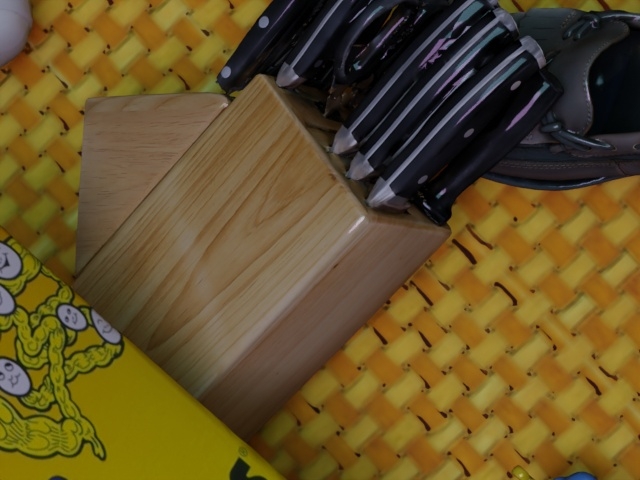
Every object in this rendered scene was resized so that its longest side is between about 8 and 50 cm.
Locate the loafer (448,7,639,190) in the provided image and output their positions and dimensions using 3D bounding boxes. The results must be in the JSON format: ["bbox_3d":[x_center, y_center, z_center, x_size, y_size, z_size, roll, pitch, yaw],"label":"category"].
[{"bbox_3d":[0.157,-0.075,0.861,0.267,0.084,0.096,8,71,22],"label":"loafer"}]

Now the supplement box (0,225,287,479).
[{"bbox_3d":[-0.121,0.184,0.777,0.356,0.194,0.195,42,131,-8],"label":"supplement box"}]

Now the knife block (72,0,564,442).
[{"bbox_3d":[0.000,0.000,0.856,0.242,0.088,0.276,2,86,33],"label":"knife block"}]

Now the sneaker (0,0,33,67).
[{"bbox_3d":[-0.267,-0.036,0.911,0.290,0.106,0.123,-25,76,-6],"label":"sneaker"}]

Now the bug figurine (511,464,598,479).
[{"bbox_3d":[0.240,0.111,0.875,0.216,0.072,0.279,43,88,1],"label":"bug figurine"}]
